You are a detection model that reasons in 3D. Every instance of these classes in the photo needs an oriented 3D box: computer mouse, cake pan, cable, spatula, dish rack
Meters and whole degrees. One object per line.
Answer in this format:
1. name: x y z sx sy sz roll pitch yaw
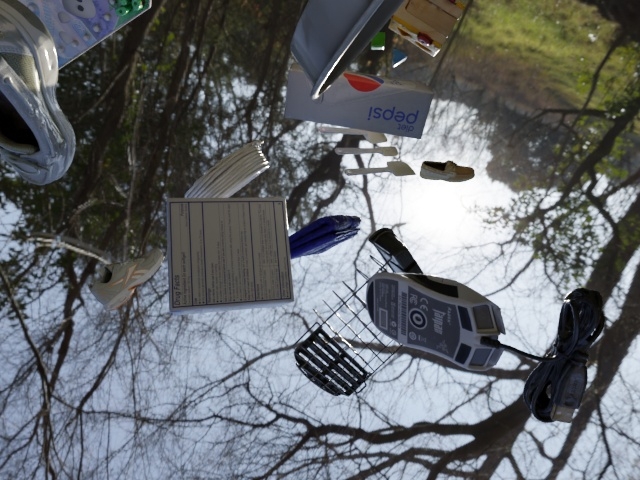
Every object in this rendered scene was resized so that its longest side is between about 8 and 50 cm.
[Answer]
1. computer mouse: 0.120 0.066 0.356 0.042 0.106 0.193 -20 -154 -40
2. cake pan: 0.069 -0.275 0.436 0.054 0.293 0.293 40 -151 -9
3. cable: -0.272 -0.180 1.257 0.089 0.257 0.257 52 -158 -10
4. spatula: 0.106 -0.207 0.986 0.242 0.019 0.168 -12 -115 -42
5. dish rack: 0.079 0.137 0.733 0.208 0.271 0.074 50 174 -36

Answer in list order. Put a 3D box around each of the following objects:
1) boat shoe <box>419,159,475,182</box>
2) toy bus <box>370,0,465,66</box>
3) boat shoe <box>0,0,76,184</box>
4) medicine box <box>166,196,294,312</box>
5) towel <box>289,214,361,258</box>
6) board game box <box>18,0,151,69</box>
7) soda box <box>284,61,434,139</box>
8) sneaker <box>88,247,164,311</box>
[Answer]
1. boat shoe: 0.316 -0.175 1.065 0.135 0.045 0.050 2 -136 11
2. toy bus: 0.181 -0.462 0.862 0.190 0.202 0.104 -13 -170 5
3. boat shoe: -0.425 -0.175 0.591 0.118 0.320 0.103 32 -126 -10
4. medicine box: -0.227 0.039 1.064 0.289 0.149 0.264 -2 -102 -16
5. towel: 0.000 0.000 1.323 0.076 0.227 0.308 62 -161 7
6. board game box: -0.645 -0.606 0.933 0.389 0.390 0.050 -20 -146 19
7. soda box: 0.074 -0.286 0.871 0.286 0.098 0.091 9 -148 -3
8. sneaker: -0.625 0.098 1.387 0.099 0.121 0.262 -10 -145 43
